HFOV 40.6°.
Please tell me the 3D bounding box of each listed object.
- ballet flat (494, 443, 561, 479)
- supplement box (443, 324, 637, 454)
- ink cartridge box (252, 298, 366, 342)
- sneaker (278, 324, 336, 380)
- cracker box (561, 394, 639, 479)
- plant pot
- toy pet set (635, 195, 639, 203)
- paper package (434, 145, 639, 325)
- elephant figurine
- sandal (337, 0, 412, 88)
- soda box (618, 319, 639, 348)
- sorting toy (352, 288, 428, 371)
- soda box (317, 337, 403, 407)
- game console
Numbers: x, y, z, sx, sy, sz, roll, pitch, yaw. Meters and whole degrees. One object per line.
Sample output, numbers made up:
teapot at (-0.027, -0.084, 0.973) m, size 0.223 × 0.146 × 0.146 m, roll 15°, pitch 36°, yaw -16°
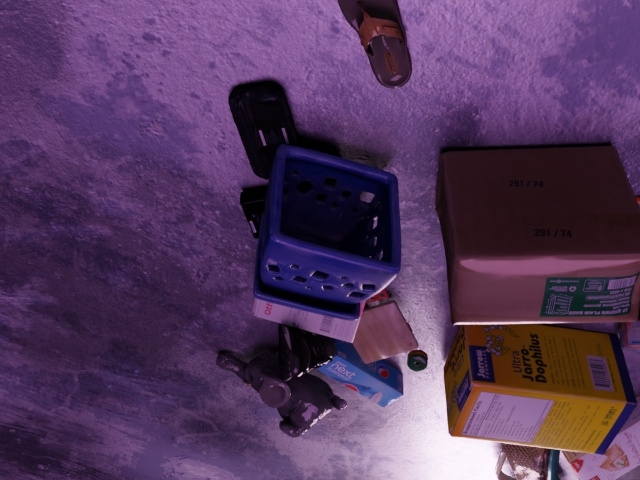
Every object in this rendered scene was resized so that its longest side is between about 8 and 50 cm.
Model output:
ballet flat at (0.549, 0.639, 2.240) m, size 0.181 × 0.164 × 0.483 m, roll 4°, pitch 131°, yaw 30°
supplement box at (0.468, 0.316, 1.893) m, size 0.356 × 0.195 × 0.194 m, roll 8°, pitch 133°, yaw -5°
ink cartridge box at (-0.018, 0.101, 1.767) m, size 0.217 × 0.092 × 0.159 m, roll 15°, pitch 127°, yaw -2°
sneaker at (-0.026, 0.225, 1.823) m, size 0.124 × 0.283 × 0.107 m, roll 0°, pitch 95°, yaw -4°
cracker box at (0.709, 0.494, 2.083) m, size 0.232 × 0.067 × 0.156 m, roll -34°, pitch 126°, yaw 7°
plant pot at (0.000, 0.000, 1.555) m, size 0.235 × 0.236 × 0.212 m, roll 13°, pitch 139°, yaw -11°
toy pet set at (0.602, -0.018, 1.660) m, size 0.114 × 0.065 × 0.122 m, roll -6°, pitch 132°, yaw 9°
paper package at (0.376, -0.011, 1.514) m, size 0.324 × 0.310 × 0.168 m, roll -2°, pitch 133°, yaw 3°
elephant figurine at (-0.094, 0.321, 1.974) m, size 0.186 × 0.169 × 0.239 m, roll -40°, pitch 107°, yaw 0°
sandal at (0.093, -0.329, 1.404) m, size 0.089 × 0.060 × 0.219 m, roll -12°, pitch 131°, yaw 14°
soda box at (0.737, 0.201, 1.847) m, size 0.183 × 0.058 × 0.063 m, roll 1°, pitch 168°, yaw 4°
sorting toy at (0.125, 0.184, 1.882) m, size 0.132 × 0.046 × 0.275 m, roll -20°, pitch 118°, yaw 21°
soda box at (0.093, 0.301, 1.989) m, size 0.210 × 0.067 × 0.071 m, roll 34°, pitch 126°, yaw -24°
game console at (-0.062, -0.136, 1.608) m, size 0.213 × 0.044 × 0.361 m, roll -9°, pitch 132°, yaw 10°
